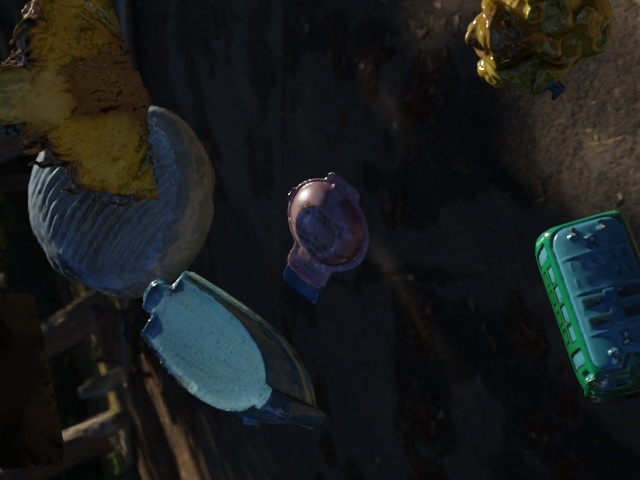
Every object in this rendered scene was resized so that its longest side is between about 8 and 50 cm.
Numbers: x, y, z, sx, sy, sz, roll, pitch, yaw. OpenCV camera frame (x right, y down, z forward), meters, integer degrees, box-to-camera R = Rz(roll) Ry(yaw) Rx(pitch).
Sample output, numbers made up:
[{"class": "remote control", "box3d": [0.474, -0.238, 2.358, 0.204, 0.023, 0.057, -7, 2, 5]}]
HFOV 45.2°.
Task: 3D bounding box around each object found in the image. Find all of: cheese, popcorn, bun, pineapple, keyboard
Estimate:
[{"class": "cheese", "box3d": [0.000, 0.000, 1.433, 0.189, 0.074, 0.286, 38, 131, 21]}, {"class": "popcorn", "box3d": [0.444, -0.424, 1.599, 0.297, 0.315, 0.281, -34, 69, 46]}, {"class": "bun", "box3d": [-0.340, -0.066, 1.371, 0.362, 0.361, 0.211, 63, -173, 23]}, {"class": "pineapple", "box3d": [-0.274, -0.138, 0.764, 0.139, 0.164, 0.250, 24, 139, 49]}, {"class": "keyboard", "box3d": [-0.322, 0.146, 0.819, 0.015, 0.074, 0.197, -38, 62, 36]}]

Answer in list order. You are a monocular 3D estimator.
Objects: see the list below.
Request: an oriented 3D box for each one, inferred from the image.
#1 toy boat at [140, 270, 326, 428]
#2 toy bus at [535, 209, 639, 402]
[{"class": "toy boat", "box3d": [-0.077, 0.109, 0.734, 0.215, 0.088, 0.102, 34, -178, 33]}, {"class": "toy bus", "box3d": [0.535, 0.118, 1.441, 0.199, 0.183, 0.344, 49, -155, -67]}]
